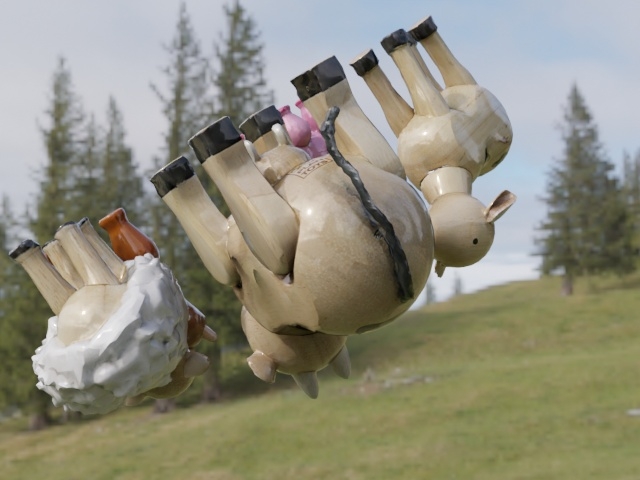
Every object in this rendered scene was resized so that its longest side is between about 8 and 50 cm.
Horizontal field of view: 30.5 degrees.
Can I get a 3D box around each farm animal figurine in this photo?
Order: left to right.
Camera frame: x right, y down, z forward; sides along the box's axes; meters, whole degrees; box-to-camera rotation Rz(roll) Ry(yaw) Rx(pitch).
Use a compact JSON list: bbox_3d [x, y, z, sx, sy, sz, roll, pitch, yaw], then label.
[{"bbox_3d":[0.000,0.000,0.713,0.330,0.172,0.327,-33,3,-4],"label":"farm animal figurine"}]
